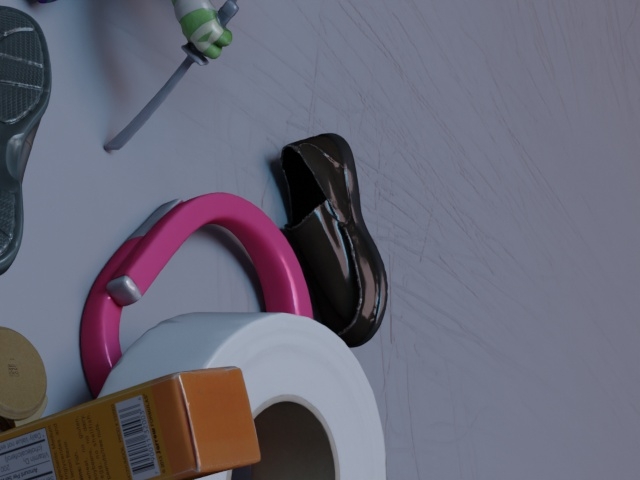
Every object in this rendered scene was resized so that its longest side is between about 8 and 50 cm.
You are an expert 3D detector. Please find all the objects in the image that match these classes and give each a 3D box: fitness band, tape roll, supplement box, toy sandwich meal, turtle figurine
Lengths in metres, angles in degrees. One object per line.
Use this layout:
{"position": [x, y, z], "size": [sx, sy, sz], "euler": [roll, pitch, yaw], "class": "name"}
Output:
{"position": [-0.100, 0.079, 1.750], "size": [0.209, 0.054, 0.291], "euler": [57, 38, -16], "class": "fitness band"}
{"position": [-0.066, 0.200, 1.623], "size": [0.286, 0.100, 0.286], "euler": [2, 88, -53], "class": "tape roll"}
{"position": [-0.160, 0.157, 1.471], "size": [0.078, 0.233, 0.080], "euler": [-2, 77, -54], "class": "supplement box"}
{"position": [-0.248, 0.108, 1.560], "size": [0.085, 0.029, 0.086], "euler": [27, 50, -37], "class": "toy sandwich meal"}
{"position": [-0.056, -0.236, 1.773], "size": [0.198, 0.266, 0.275], "euler": [-17, 102, -62], "class": "turtle figurine"}

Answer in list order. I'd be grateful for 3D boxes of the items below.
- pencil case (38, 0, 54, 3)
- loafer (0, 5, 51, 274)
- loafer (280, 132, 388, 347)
{"position": [-0.256, -0.283, 1.724], "size": [0.152, 0.070, 0.064], "euler": [56, 0, -18], "class": "pencil case"}
{"position": [-0.276, -0.068, 1.593], "size": [0.096, 0.084, 0.267], "euler": [13, 53, -14], "class": "loafer"}
{"position": [0.000, 0.000, 1.918], "size": [0.078, 0.080, 0.220], "euler": [4, 63, -42], "class": "loafer"}
